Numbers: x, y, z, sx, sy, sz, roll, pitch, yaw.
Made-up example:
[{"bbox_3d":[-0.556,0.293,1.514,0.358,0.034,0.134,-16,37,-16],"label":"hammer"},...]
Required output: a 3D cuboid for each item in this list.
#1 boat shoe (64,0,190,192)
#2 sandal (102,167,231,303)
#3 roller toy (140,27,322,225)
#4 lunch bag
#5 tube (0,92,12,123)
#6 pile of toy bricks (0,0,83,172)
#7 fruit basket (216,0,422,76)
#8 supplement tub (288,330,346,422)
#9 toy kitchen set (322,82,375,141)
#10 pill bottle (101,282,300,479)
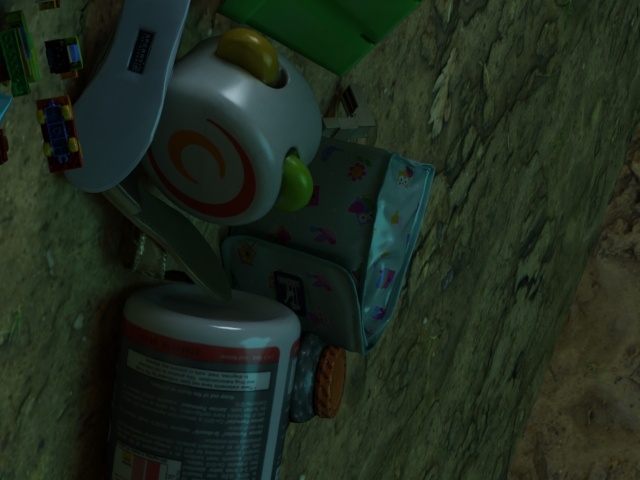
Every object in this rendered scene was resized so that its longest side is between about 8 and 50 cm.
[{"bbox_3d":[-0.198,-0.171,1.682,0.084,0.095,0.258,-139,-105,-87],"label":"boat shoe"},{"bbox_3d":[-0.200,-0.002,1.782,0.240,0.079,0.088,50,21,-34],"label":"sandal"},{"bbox_3d":[-0.103,-0.130,1.788,0.146,0.191,0.209,-52,122,-41],"label":"roller toy"},{"bbox_3d":[0.000,0.000,2.039,0.160,0.223,0.262,12,92,-61],"label":"lunch bag"},{"bbox_3d":[-0.351,-0.046,1.447,0.052,0.080,0.207,-173,-80,-73],"label":"tube"},{"bbox_3d":[-0.284,-0.171,1.508,0.105,0.118,0.212,-99,180,-80],"label":"pile of toy bricks"},{"bbox_3d":[0.002,-0.416,1.789,0.283,0.392,0.392,-59,152,-55],"label":"fruit basket"},{"bbox_3d":[-0.069,0.166,1.996,0.117,0.190,0.117,8,90,-77],"label":"supplement tub"},{"bbox_3d":[0.018,-0.172,2.235,0.083,0.075,0.068,-5,153,-32],"label":"toy kitchen set"},{"bbox_3d":[-0.149,0.247,1.857,0.210,0.210,0.363,-12,113,-64],"label":"pill bottle"}]
